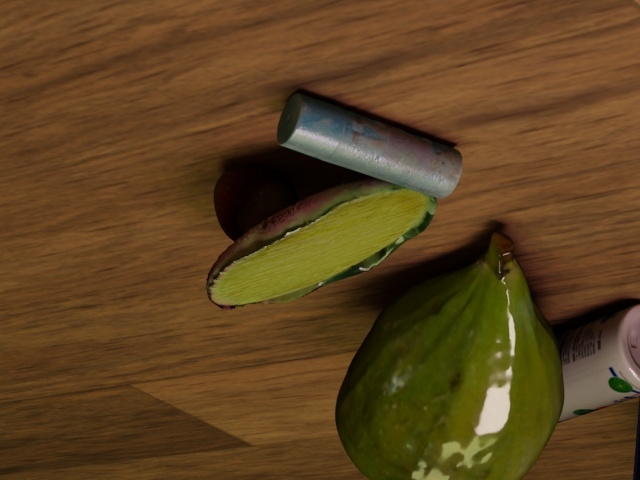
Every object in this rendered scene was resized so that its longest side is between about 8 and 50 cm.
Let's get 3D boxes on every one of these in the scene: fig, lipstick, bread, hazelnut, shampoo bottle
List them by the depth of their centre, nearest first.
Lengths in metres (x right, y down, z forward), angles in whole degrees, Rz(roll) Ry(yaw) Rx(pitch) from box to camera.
[{"bbox_3d":[0.043,-0.079,1.546,0.158,0.048,0.048,18,155,-22],"label":"lipstick"},{"bbox_3d":[0.000,0.000,1.650,0.228,0.033,0.228,-21,163,-7],"label":"bread"},{"bbox_3d":[-0.061,-0.031,1.666,0.086,0.086,0.086,6,157,3],"label":"hazelnut"},{"bbox_3d":[0.139,0.145,1.807,0.233,0.233,0.314,11,162,-8],"label":"fig"},{"bbox_3d":[0.257,0.148,1.946,0.092,0.092,0.303,20,153,-26],"label":"shampoo bottle"}]

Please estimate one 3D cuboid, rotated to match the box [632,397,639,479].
[{"bbox_3d":[0.403,0.258,2.062,0.071,0.168,0.259,3,157,16],"label":"box"}]
